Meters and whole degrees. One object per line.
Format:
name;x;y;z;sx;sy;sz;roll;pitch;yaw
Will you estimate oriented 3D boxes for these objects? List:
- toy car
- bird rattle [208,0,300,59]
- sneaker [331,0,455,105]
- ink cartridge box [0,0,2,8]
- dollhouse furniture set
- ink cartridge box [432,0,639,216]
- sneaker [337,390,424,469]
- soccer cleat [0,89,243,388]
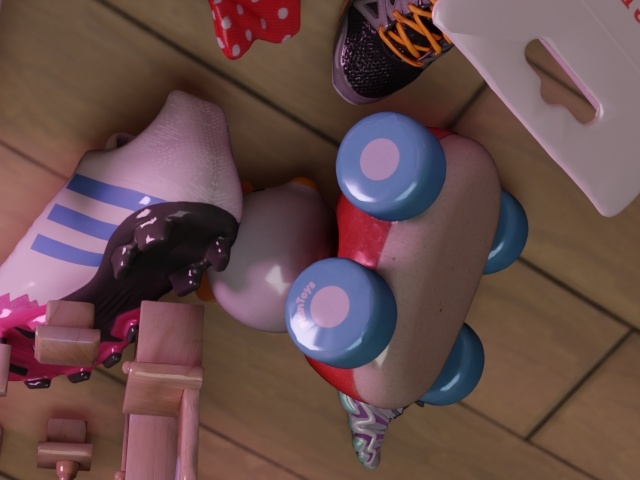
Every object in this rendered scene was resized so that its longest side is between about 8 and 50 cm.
toy car;0.000;0.000;1.124;0.238;0.219;0.210;17;85;29
bird rattle;0.007;-0.245;0.995;0.207;0.143;0.253;-8;125;-19
sneaker;0.087;-0.175;1.061;0.084;0.083;0.215;35;114;-23
ink cartridge box;-0.327;-0.175;0.977;0.207;0.117;0.283;24;119;9
dollhouse furniture set;-0.279;0.169;1.108;0.355;0.174;0.303;5;152;-10
ink cartridge box;0.223;-0.211;0.957;0.353;0.119;0.207;-47;115;-5
sneaker;0.058;0.153;1.279;0.069;0.038;0.098;-14;121;5
soccer cleat;-0.170;0.005;1.144;0.116;0.143;0.331;22;141;-35
